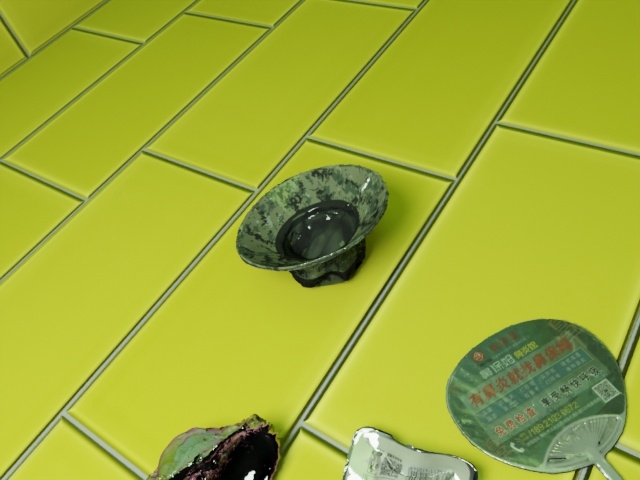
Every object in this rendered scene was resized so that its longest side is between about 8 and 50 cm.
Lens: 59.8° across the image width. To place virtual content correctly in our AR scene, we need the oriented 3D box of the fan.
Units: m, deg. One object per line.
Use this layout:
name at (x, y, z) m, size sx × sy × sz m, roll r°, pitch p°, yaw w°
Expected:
fan at (0.315, 0.205, 0.701) m, size 0.294 × 0.012 × 0.223 m, roll 22°, pitch 58°, yaw 29°

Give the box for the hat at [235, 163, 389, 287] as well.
hat at (0.000, 0.000, 0.876) m, size 0.265 × 0.128 × 0.265 m, roll -15°, pitch 36°, yaw 11°

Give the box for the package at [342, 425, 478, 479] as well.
package at (0.083, 0.341, 0.633) m, size 0.166 × 0.040 × 0.232 m, roll 6°, pitch 61°, yaw 23°

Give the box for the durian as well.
durian at (-0.138, 0.294, 0.706) m, size 0.186 × 0.119 × 0.108 m, roll -27°, pitch 11°, yaw -23°
